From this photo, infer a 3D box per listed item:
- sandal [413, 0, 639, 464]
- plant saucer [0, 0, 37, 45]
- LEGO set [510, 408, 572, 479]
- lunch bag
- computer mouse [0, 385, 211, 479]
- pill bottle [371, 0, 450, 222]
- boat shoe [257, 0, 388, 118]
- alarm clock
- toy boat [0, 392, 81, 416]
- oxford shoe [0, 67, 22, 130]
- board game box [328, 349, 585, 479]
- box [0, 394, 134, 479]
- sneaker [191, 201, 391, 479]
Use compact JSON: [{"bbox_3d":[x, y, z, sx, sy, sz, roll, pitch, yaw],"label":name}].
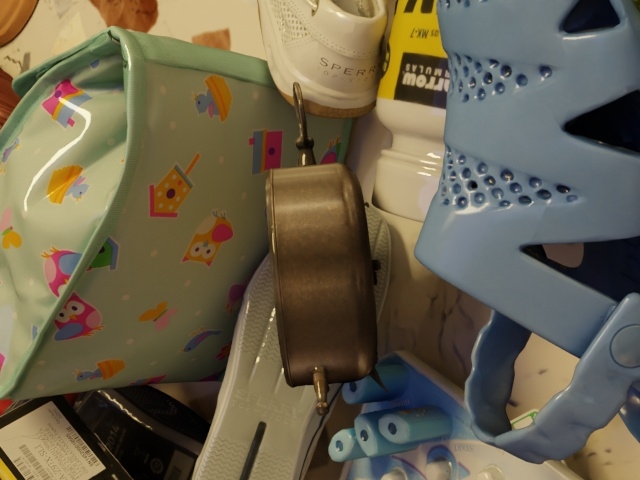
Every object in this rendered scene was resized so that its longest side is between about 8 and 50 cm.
[{"bbox_3d":[0.104,-0.017,0.404,0.138,0.126,0.318,-23,102,-3],"label":"sandal"},{"bbox_3d":[-0.371,-0.318,0.965,0.199,0.037,0.200,-1,89,40],"label":"plant saucer"},{"bbox_3d":[0.137,0.246,0.529,0.182,0.060,0.244,-45,58,41],"label":"LEGO set"},{"bbox_3d":[-0.114,-0.026,0.616,0.160,0.223,0.262,50,118,30],"label":"lunch bag"},{"bbox_3d":[-0.142,0.175,0.719,0.272,0.072,0.189,33,104,23],"label":"computer mouse"},{"bbox_3d":[0.098,-0.113,0.507,0.119,0.119,0.209,17,100,39],"label":"pill bottle"},{"bbox_3d":[-0.009,-0.214,0.587,0.096,0.098,0.277,115,140,-52],"label":"boat shoe"},{"bbox_3d":[0.000,0.000,0.516,0.064,0.129,0.192,-9,87,0],"label":"alarm clock"},{"bbox_3d":[-0.288,0.091,0.809,0.151,0.151,0.231,18,101,40],"label":"toy boat"},{"bbox_3d":[-0.326,-0.075,0.836,0.147,0.140,0.397,-52,45,2],"label":"oxford shoe"},{"bbox_3d":[0.094,0.323,0.495,0.390,0.050,0.390,34,114,44],"label":"board game box"},{"bbox_3d":[-0.184,0.302,0.673,0.257,0.079,0.322,44,134,13],"label":"box"},{"bbox_3d":[-0.027,0.091,0.616,0.094,0.091,0.258,25,80,0],"label":"sneaker"}]
